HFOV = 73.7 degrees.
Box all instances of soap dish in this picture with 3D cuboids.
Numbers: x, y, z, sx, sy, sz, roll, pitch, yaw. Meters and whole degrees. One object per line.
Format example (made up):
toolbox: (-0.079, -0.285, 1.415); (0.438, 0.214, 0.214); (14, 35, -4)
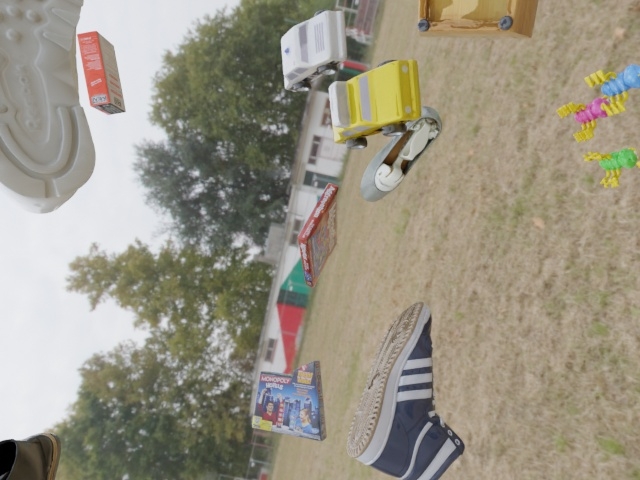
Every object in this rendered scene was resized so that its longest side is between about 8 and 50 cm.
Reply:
soap dish: (0.292, -0.528, 0.795); (0.118, 0.229, 0.290); (-46, -39, -41)

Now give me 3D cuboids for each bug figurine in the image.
bug figurine: (0.591, -0.211, 0.825); (0.072, 0.279, 0.216); (-37, 7, -4)

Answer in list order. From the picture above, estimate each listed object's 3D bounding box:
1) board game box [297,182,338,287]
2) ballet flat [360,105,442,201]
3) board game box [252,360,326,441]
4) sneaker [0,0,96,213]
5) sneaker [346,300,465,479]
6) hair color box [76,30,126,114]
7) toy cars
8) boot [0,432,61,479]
board game box: (0.000, 0.000, 0.998); (0.281, 0.027, 0.145); (86, -151, -65)
ballet flat: (0.145, -0.151, 0.795); (0.213, 0.072, 0.068); (-55, 21, 24)
board game box: (-0.070, 0.414, 1.148); (0.060, 0.194, 0.193); (47, -131, -69)
sneaker: (-0.236, -0.138, 0.336); (0.095, 0.090, 0.234); (-12, 82, 57)
sneaker: (0.161, 0.245, 0.692); (0.282, 0.153, 0.099); (-60, 5, -34)
hair color box: (-0.438, -0.333, 0.857); (0.072, 0.043, 0.141); (-84, -16, -89)
toy cars: (0.010, -0.266, 0.695); (0.393, 0.087, 0.176); (56, 139, 39)
boot: (-0.460, 0.398, 0.644); (0.137, 0.077, 0.197); (106, 152, -65)
